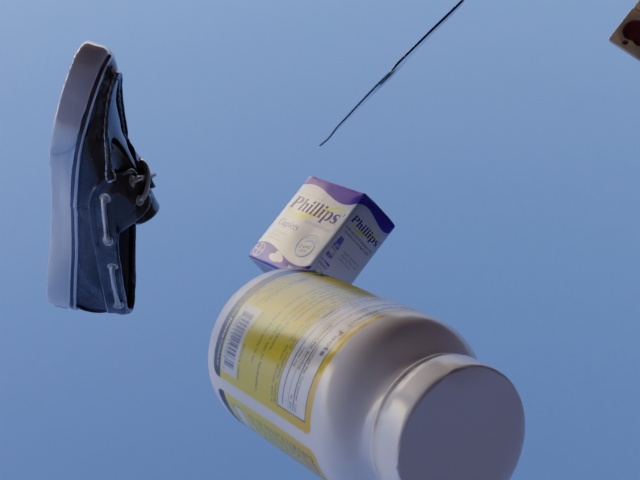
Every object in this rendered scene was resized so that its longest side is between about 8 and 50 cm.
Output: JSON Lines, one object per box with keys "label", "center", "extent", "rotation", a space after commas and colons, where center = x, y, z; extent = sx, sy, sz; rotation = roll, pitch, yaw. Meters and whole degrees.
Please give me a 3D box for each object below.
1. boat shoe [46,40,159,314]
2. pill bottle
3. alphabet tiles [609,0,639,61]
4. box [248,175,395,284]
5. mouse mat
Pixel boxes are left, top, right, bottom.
{"label": "boat shoe", "center": [-0.210, -0.051, 1.071], "extent": [0.102, 0.301, 0.108], "rotation": [12, -151, 1]}
{"label": "pill bottle", "center": [0.039, 0.146, 1.059], "extent": [0.188, 0.187, 0.334], "rotation": [-13, -163, -29]}
{"label": "alphabet tiles", "center": [0.431, -0.203, 1.016], "extent": [0.237, 0.009, 0.198], "rotation": [39, -87, 16]}
{"label": "box", "center": [0.000, 0.000, 1.343], "extent": [0.137, 0.072, 0.126], "rotation": [-52, -144, -12]}
{"label": "mouse mat", "center": [0.077, -0.184, 1.193], "extent": [0.007, 0.190, 0.152], "rotation": [44, -124, -2]}
